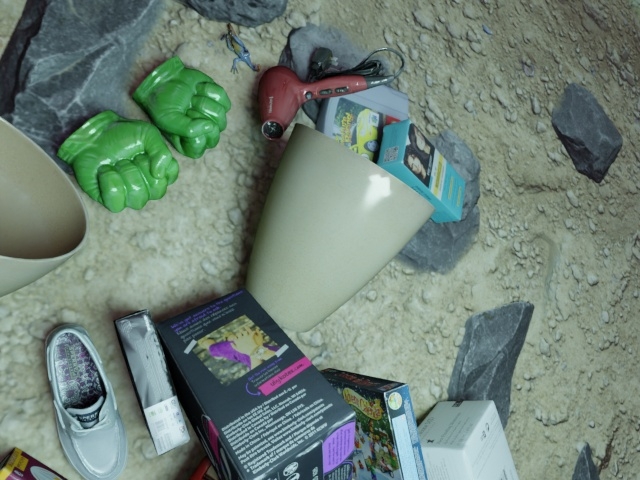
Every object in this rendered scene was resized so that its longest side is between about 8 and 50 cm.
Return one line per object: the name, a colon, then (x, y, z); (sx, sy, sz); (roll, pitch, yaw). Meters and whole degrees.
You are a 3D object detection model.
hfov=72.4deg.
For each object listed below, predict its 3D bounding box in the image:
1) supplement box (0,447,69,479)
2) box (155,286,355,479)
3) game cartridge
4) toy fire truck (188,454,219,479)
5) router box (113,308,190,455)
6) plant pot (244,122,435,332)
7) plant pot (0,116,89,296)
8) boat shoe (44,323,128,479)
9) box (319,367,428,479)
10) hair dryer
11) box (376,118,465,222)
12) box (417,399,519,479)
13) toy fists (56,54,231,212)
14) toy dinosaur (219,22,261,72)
supplement box: (-0.336, 0.354, 0.541); (0.188, 0.104, 0.081); (44, 64, -14)
box: (-0.093, 0.215, 0.579); (0.143, 0.270, 0.165); (-22, 129, -28)
game cartridge: (0.084, -0.198, 0.892); (0.196, 0.060, 0.294); (11, 76, -21)
toy fire truck: (-0.120, 0.383, 0.640); (0.217, 0.158, 0.246); (37, 77, -16)
router box: (-0.238, 0.187, 0.606); (0.046, 0.133, 0.179); (-18, 89, -28)
plant pot: (0.000, 0.000, 0.702); (0.256, 0.256, 0.274); (30, 96, -20)
plant pot: (-0.448, -0.025, 0.488); (0.191, 0.284, 0.284); (-42, 103, 9)
boat shoe: (-0.319, 0.223, 0.587); (0.079, 0.081, 0.227); (-18, 89, -29)
box: (0.066, 0.295, 0.687); (0.044, 0.233, 0.159); (-10, 85, -28)
hair dryer: (-0.011, -0.278, 0.770); (0.293, 0.223, 0.080); (-47, 134, -23)
box: (0.213, -0.134, 0.895); (0.244, 0.060, 0.100); (31, 63, -41)
box: (0.262, 0.416, 0.798); (0.181, 0.119, 0.182); (-16, 88, -53)
toy fists: (-0.254, -0.166, 0.686); (0.142, 0.096, 0.279); (44, 63, -15)
toy dinosaur: (-0.142, -0.353, 0.811); (0.082, 0.047, 0.090); (34, 55, -38)
